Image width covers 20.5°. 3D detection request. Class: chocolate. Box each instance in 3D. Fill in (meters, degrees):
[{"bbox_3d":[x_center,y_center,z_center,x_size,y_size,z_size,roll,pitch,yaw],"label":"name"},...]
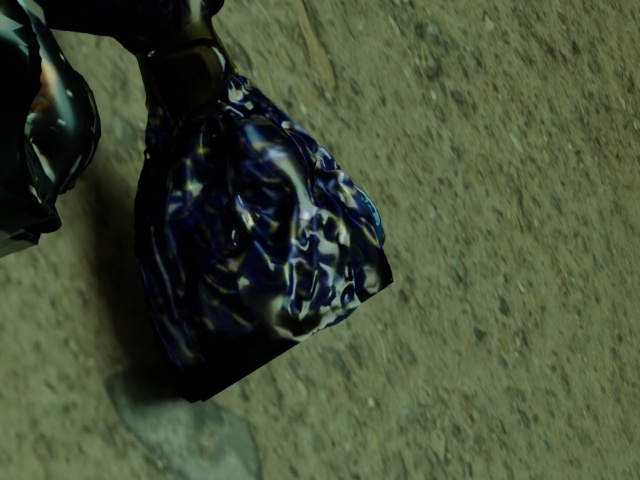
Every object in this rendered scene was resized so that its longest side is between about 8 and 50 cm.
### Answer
[{"bbox_3d":[-0.079,-0.094,0.854,0.343,0.126,0.148,65,-17,-7],"label":"chocolate"}]

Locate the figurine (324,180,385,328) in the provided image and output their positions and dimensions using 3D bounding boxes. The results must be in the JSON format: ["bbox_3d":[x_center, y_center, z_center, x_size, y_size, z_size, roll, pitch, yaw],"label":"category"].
[{"bbox_3d":[0.000,0.000,1.023,0.149,0.087,0.086,-55,123,-79],"label":"figurine"}]

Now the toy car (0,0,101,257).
[{"bbox_3d":[-0.179,-0.135,0.708,0.193,0.118,0.301,36,33,-80],"label":"toy car"}]
